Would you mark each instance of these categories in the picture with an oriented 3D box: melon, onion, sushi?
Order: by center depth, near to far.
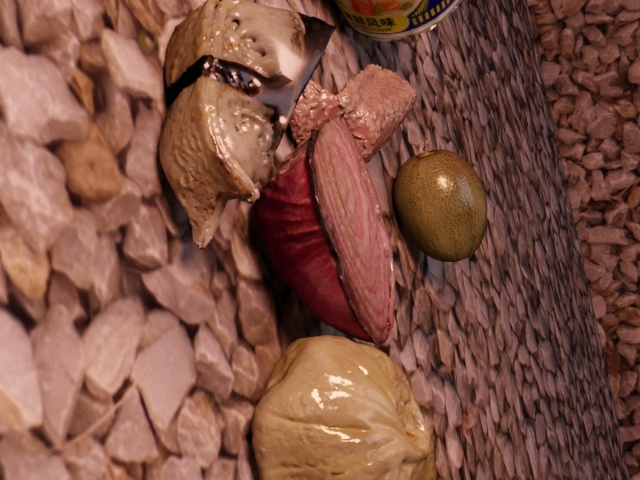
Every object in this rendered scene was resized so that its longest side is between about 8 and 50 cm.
[{"bbox_3d":[-0.102,-0.130,0.847,0.109,0.134,0.273,41,56,-33],"label":"sushi"},{"bbox_3d":[0.000,0.000,0.984,0.250,0.111,0.248,-54,128,-72],"label":"onion"},{"bbox_3d":[0.182,-0.060,1.368,0.139,0.139,0.192,-49,123,-60],"label":"melon"}]

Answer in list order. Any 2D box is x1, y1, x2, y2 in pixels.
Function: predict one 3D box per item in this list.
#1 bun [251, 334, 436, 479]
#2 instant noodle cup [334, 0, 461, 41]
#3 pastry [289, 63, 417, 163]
[{"bbox_3d":[0.036,0.213,0.916,0.244,0.153,0.244,28,57,-55],"label":"bun"},{"bbox_3d":[0.074,-0.444,1.200,0.312,0.284,0.284,57,30,-52],"label":"instant noodle cup"},{"bbox_3d":[0.052,-0.163,1.172,0.112,0.103,0.265,39,31,12],"label":"pastry"}]
